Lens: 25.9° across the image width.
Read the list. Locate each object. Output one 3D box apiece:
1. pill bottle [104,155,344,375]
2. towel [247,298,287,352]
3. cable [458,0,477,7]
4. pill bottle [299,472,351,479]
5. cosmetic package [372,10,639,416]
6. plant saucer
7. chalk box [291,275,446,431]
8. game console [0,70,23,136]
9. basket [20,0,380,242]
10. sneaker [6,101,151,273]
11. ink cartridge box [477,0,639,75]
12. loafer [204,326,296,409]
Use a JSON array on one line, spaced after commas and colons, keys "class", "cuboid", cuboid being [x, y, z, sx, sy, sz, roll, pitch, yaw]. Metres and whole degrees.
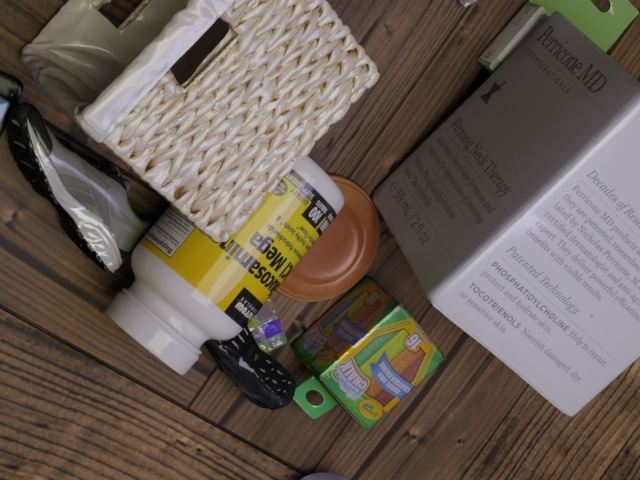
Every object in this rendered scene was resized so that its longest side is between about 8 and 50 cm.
[{"class": "pill bottle", "cuboid": [-0.136, 0.013, 1.911, 0.188, 0.188, 0.334, 42, 84, -29]}, {"class": "towel", "cuboid": [-0.087, 0.132, 2.089, 0.060, 0.009, 0.083, -25, 116, -14]}, {"class": "cable", "cuboid": [0.277, -0.479, 1.979, 0.257, 0.089, 0.257, -25, 116, -13]}, {"class": "pill bottle", "cuboid": [0.007, 0.501, 2.181, 0.146, 0.146, 0.264, -7, 111, -20]}, {"class": "cosmetic package", "cuboid": [0.349, -0.041, 1.991, 0.393, 0.329, 0.327, -45, 119, 11]}, {"class": "plant saucer", "cuboid": [0.000, 0.000, 2.064, 0.200, 0.037, 0.200, -8, 111, -21]}, {"class": "chalk box", "cuboid": [0.053, 0.184, 2.096, 0.213, 0.132, 0.132, -43, 118, -4]}, {"class": "game console", "cuboid": [-0.458, -0.156, 1.790, 0.124, 0.085, 0.144, 24, 98, -27]}, {"class": "basket", "cuboid": [-0.151, -0.227, 1.756, 0.328, 0.331, 0.266, -47, 121, -1]}, {"class": "sneaker", "cuboid": [-0.326, -0.083, 1.874, 0.108, 0.100, 0.271, -42, 125, -15]}, {"class": "ink cartridge box", "cuboid": [0.371, -0.303, 2.102, 0.171, 0.056, 0.235, 40, 92, -28]}, {"class": "loafer", "cuboid": [-0.129, 0.165, 2.046, 0.223, 0.078, 0.076, 50, 45, -15]}]
